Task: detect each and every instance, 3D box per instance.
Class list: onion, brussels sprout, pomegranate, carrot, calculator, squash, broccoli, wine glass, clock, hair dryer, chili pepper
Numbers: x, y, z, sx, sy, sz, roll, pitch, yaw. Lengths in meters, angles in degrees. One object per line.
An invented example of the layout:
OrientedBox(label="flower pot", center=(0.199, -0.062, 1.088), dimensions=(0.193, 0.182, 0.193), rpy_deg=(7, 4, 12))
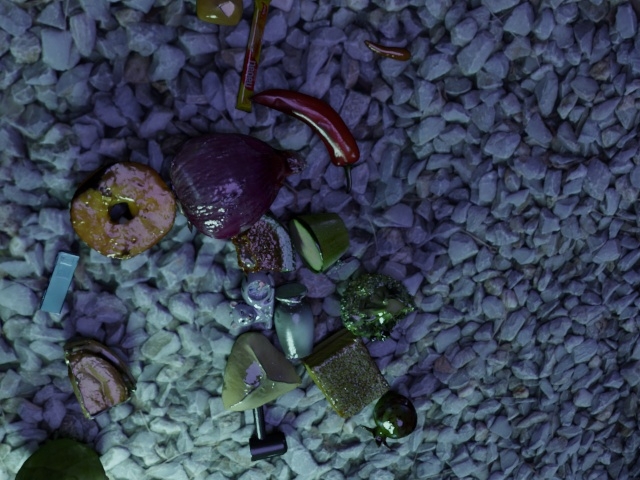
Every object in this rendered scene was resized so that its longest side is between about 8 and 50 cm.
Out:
OrientedBox(label="onion", center=(-0.202, -0.154, 1.787), dimensions=(0.349, 0.159, 0.267), rpy_deg=(-23, 99, -1))
OrientedBox(label="brussels sprout", center=(-0.683, 0.648, 1.924), dimensions=(0.244, 0.244, 0.244), rpy_deg=(-6, 110, -16))
OrientedBox(label="pomegranate", center=(0.215, 0.551, 2.219), dimensions=(0.169, 0.148, 0.148), rpy_deg=(-47, 115, 0))
OrientedBox(label="carrot", center=(0.180, -0.497, 1.905), dimensions=(0.142, 0.035, 0.035), rpy_deg=(10, 105, -16))
OrientedBox(label="calculator", center=(-0.666, 0.106, 1.848), dimensions=(0.057, 0.018, 0.172), rpy_deg=(17, 102, -21))
OrientedBox(label="squash", center=(0.000, 0.000, 1.954), dimensions=(0.123, 0.170, 0.170), rpy_deg=(-20, 114, -24))
OrientedBox(label="broccoli", center=(0.164, 0.190, 2.057), dimensions=(0.226, 0.176, 0.197), rpy_deg=(13, 87, -3))
OrientedBox(label="wine glass", center=(-0.073, 0.225, 2.028), dimensions=(0.111, 0.111, 0.204), rpy_deg=(-10, 110, -14))
OrientedBox(label="clock", center=(-0.190, 0.160, 1.986), dimensions=(0.117, 0.080, 0.176), rpy_deg=(-1, 110, -17))
OrientedBox(label="hair dryer", center=(-0.165, 0.525, 2.139), dimensions=(0.114, 0.070, 0.248), rpy_deg=(-8, 102, -14))
OrientedBox(label="chili pepper", center=(-0.010, -0.290, 1.890), dimensions=(0.137, 0.092, 0.368), rpy_deg=(-45, 109, 8))

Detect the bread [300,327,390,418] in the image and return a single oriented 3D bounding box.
OrientedBox(label="bread", center=(0.072, 0.390, 2.137), dimensions=(0.184, 0.110, 0.234), rpy_deg=(-34, 117, -8))

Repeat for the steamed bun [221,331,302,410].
OrientedBox(label="steamed bun", center=(-0.182, 0.368, 2.031), dimensions=(0.231, 0.110, 0.212), rpy_deg=(-24, 104, -16))

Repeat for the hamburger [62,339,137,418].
OrientedBox(label="hamburger", center=(-0.593, 0.345, 1.912), dimensions=(0.155, 0.135, 0.207), rpy_deg=(-29, 101, -24))

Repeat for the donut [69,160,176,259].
OrientedBox(label="donut", center=(-0.483, -0.079, 1.783), dimensions=(0.254, 0.118, 0.253), rpy_deg=(-3, 111, -9))

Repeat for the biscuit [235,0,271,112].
OrientedBox(label="biscuit", center=(-0.169, -0.465, 1.808), dimensions=(0.048, 0.026, 0.291), rpy_deg=(0, 110, -38))

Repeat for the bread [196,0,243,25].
OrientedBox(label="bread", center=(-0.240, -0.558, 1.735), dimensions=(0.115, 0.056, 0.082), rpy_deg=(9, 104, -21))

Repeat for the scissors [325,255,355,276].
OrientedBox(label="scissors", center=(0.054, 0.065, 1.985), dimensions=(0.100, 0.189, 0.015), rpy_deg=(-33, 83, -2))

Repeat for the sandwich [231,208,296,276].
OrientedBox(label="sandwich", center=(-0.151, -0.007, 1.916), dimensions=(0.159, 0.079, 0.235), rpy_deg=(-20, 101, -28))
